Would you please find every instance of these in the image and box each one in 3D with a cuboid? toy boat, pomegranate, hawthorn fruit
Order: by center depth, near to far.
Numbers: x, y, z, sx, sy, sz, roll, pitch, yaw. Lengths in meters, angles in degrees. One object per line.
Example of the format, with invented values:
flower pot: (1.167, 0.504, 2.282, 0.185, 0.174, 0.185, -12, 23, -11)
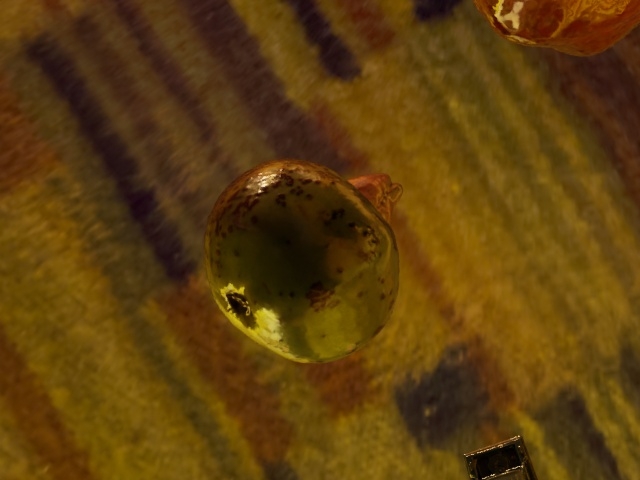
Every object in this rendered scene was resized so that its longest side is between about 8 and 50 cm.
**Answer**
toy boat: (0.163, 0.235, 1.281, 0.055, 0.060, 0.141, -20, 68, 9)
hawthorn fruit: (0.227, -0.281, 1.313, 0.205, 0.205, 0.253, 34, 123, -3)
pomegranate: (0.000, 0.000, 1.605, 0.214, 0.248, 0.214, 29, 143, 25)
